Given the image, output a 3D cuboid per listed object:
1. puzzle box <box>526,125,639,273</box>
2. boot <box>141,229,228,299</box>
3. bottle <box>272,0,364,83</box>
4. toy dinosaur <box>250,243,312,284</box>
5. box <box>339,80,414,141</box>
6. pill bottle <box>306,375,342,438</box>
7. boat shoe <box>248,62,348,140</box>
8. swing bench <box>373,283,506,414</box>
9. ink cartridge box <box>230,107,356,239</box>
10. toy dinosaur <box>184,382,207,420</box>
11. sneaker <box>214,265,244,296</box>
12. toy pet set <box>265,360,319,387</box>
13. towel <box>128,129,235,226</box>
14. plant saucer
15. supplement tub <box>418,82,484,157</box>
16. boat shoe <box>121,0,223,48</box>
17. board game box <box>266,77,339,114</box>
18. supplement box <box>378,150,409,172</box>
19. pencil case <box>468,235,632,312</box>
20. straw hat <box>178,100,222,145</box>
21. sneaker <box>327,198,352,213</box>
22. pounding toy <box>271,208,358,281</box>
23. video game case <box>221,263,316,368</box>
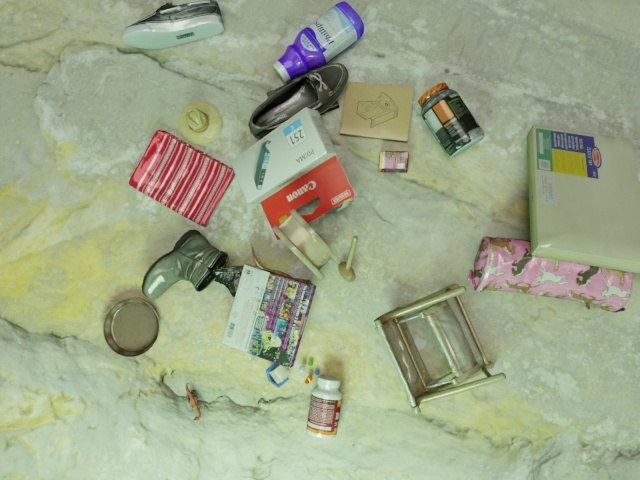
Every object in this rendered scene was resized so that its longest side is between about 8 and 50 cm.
[{"bbox_3d":[0.690,-0.121,1.295,0.272,0.052,0.409,10,59,5],"label":"puzzle box"},{"bbox_3d":[-0.381,0.094,1.380,0.161,0.083,0.246,38,86,34],"label":"boot"},{"bbox_3d":[-0.011,-0.572,1.449,0.283,0.092,0.118,-36,78,0],"label":"bottle"},{"bbox_3d":[-0.129,0.108,1.413,0.211,0.064,0.112,25,72,-4],"label":"toy dinosaur"},{"bbox_3d":[0.166,-0.380,1.455,0.201,0.021,0.164,7,85,5],"label":"box"},{"bbox_3d":[0.013,0.451,1.346,0.086,0.086,0.152,8,85,5],"label":"pill bottle"},{"bbox_3d":[-0.058,-0.399,1.406,0.335,0.095,0.112,-36,83,0],"label":"boat shoe"},{"bbox_3d":[0.304,0.279,1.311,0.255,0.165,0.253,-23,84,7],"label":"swing bench"},{"bbox_3d":[-0.083,-0.173,1.363,0.296,0.066,0.261,-29,81,30],"label":"ink cartridge box"},{"bbox_3d":[-0.356,0.459,1.378,0.047,0.090,0.082,-33,39,-10],"label":"toy dinosaur"},{"bbox_3d":[-0.257,0.121,1.416,0.170,0.051,0.089,-6,80,0],"label":"sneaker"},{"bbox_3d":[-0.088,0.361,1.388,0.114,0.065,0.122,-33,85,-35],"label":"toy pet set"},{"bbox_3d":[-0.412,-0.188,1.469,0.275,0.031,0.199,29,88,6],"label":"towel"},{"bbox_3d":[-0.543,0.251,1.433,0.168,0.029,0.168,0,83,4],"label":"plant saucer"},{"bbox_3d":[0.362,-0.338,1.389,0.117,0.117,0.190,-30,83,0],"label":"supplement tub"},{"bbox_3d":[-0.446,-0.656,1.481,0.301,0.108,0.102,-12,84,0],"label":"boat shoe"},{"bbox_3d":[-0.053,-0.418,1.470,0.186,0.026,0.126,-23,84,1],"label":"board game box"},{"bbox_3d":[0.210,-0.226,1.424,0.083,0.043,0.055,3,84,5],"label":"supplement box"},{"bbox_3d":[0.599,0.086,1.307,0.386,0.160,0.167,9,101,5],"label":"pencil case"},{"bbox_3d":[-0.366,-0.357,1.467,0.144,0.061,0.144,0,84,3],"label":"straw hat"},{"bbox_3d":[-0.020,-0.199,1.412,0.110,0.107,0.275,-36,81,11],"label":"sneaker"},{"bbox_3d":[0.000,0.000,1.350,0.155,0.269,0.154,-43,44,-1],"label":"pounding toy"},{"bbox_3d":[-0.141,0.202,1.346,0.210,0.042,0.232,15,90,16],"label":"video game case"}]
